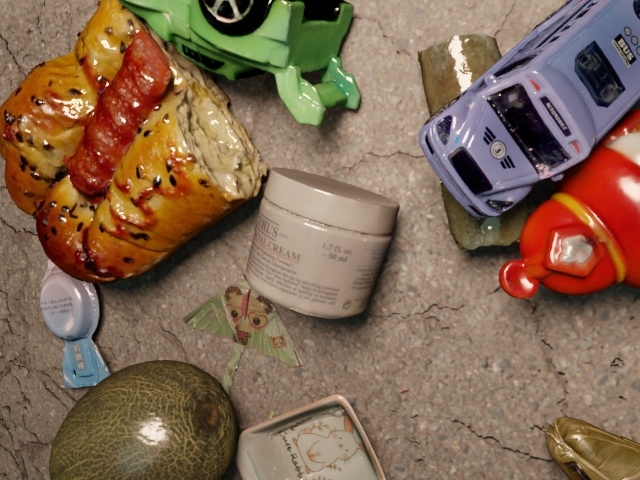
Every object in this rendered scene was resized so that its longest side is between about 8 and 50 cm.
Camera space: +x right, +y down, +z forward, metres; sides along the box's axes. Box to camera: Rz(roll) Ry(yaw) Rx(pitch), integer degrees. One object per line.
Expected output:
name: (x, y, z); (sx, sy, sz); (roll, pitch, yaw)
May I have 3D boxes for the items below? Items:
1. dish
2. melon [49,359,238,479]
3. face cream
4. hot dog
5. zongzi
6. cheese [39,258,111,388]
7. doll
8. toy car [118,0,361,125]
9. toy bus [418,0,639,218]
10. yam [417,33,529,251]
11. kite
dish: (-0.022, 0.329, 0.737); (0.234, 0.064, 0.154); (-27, 87, 18)
melon: (-0.270, 0.312, 0.727); (0.301, 0.237, 0.238); (-32, 85, 26)
face cream: (0.000, 0.000, 0.634); (0.177, 0.177, 0.153); (20, 102, 16)
hot dog: (-0.320, -0.128, 0.728); (0.365, 0.196, 0.368); (-34, 82, 22)
zongzi: (0.382, 0.250, 0.580); (0.178, 0.081, 0.189); (-40, 84, 19)
cheese: (-0.446, 0.147, 0.868); (0.135, 0.052, 0.245); (-10, 93, 22)
doll: (0.351, -0.044, 0.509); (0.362, 0.160, 0.183); (-31, 83, 3)
toy car: (-0.111, -0.300, 0.628); (0.358, 0.213, 0.177); (24, 123, 14)
toy bus: (0.245, -0.154, 0.494); (0.292, 0.133, 0.126); (-42, 99, -15)
yam: (0.192, -0.122, 0.596); (0.106, 0.106, 0.260); (-11, 92, 19)
kite: (-0.132, 0.170, 0.787); (0.229, 0.012, 0.250); (19, 103, 17)
